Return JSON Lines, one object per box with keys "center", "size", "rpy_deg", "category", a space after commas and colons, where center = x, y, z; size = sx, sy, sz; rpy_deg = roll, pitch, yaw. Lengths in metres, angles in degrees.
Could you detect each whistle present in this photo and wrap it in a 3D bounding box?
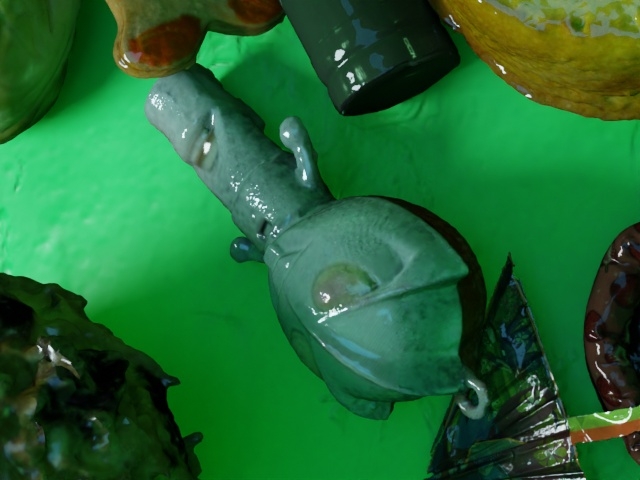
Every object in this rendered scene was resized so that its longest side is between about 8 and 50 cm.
{"center": [0.001, 0.000, 1.116], "size": [0.133, 0.142, 0.346], "rpy_deg": [-32, 61, -22], "category": "whistle"}

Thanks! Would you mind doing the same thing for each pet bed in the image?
{"center": [0.267, 0.064, 1.052], "size": [0.201, 0.053, 0.201], "rpy_deg": [-2, 85, 18], "category": "pet bed"}

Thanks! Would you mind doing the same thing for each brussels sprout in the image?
{"center": [-0.262, -0.144, 1.214], "size": [0.183, 0.131, 0.145], "rpy_deg": [-22, 60, 22], "category": "brussels sprout"}

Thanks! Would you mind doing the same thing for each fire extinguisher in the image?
{"center": [-0.019, -0.238, 1.141], "size": [0.114, 0.095, 0.311], "rpy_deg": [-22, 77, -20], "category": "fire extinguisher"}

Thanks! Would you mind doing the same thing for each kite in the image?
{"center": [0.139, 0.130, 1.086], "size": [0.183, 0.014, 0.241], "rpy_deg": [-18, 81, 37], "category": "kite"}

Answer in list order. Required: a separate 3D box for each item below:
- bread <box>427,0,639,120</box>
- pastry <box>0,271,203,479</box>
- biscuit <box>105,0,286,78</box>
{"center": [0.192, -0.234, 1.030], "size": [0.312, 0.172, 0.312], "rpy_deg": [-1, 87, 17], "category": "bread"}
{"center": [-0.267, 0.203, 1.119], "size": [0.337, 0.292, 0.405], "rpy_deg": [30, 109, 27], "category": "pastry"}
{"center": [-0.141, -0.238, 1.176], "size": [0.165, 0.036, 0.250], "rpy_deg": [-30, 77, -22], "category": "biscuit"}
